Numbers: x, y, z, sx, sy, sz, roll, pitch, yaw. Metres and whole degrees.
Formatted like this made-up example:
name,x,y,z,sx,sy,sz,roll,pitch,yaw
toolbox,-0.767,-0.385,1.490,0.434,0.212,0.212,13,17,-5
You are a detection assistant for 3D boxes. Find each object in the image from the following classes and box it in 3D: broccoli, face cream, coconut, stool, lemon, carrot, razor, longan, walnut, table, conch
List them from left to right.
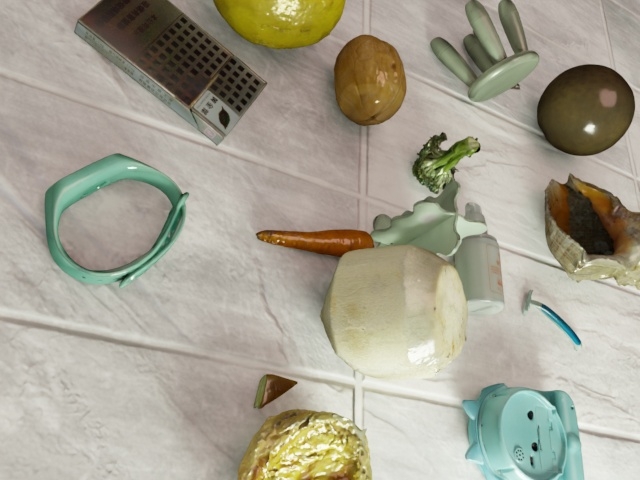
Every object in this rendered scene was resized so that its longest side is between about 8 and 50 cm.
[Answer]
name,x,y,z,sx,sy,sz,roll,pitch,yaw
lemon,-0.084,-0.512,1.283,0.284,0.260,0.260,-26,84,-45
carrot,0.000,0.000,1.224,0.257,0.061,0.061,7,65,-28
walnut,0.108,-0.347,1.390,0.165,0.165,0.197,15,54,-27
coconut,0.120,0.130,1.138,0.245,0.247,0.244,14,74,-57
table,0.212,-0.018,1.276,0.167,0.198,0.166,14,62,-27
broccoli,0.280,-0.181,1.397,0.122,0.204,0.118,-42,93,-23
face cream,0.343,0.034,1.400,0.101,0.101,0.251,17,60,-26
stool,0.425,-0.487,1.634,0.195,0.195,0.198,-21,79,-37
razor,0.555,0.195,1.502,0.191,0.037,0.068,39,52,-12
longan,0.719,-0.355,1.728,0.258,0.258,0.258,14,62,-27
conch,0.670,0.005,1.572,0.297,0.210,0.352,-9,41,-33

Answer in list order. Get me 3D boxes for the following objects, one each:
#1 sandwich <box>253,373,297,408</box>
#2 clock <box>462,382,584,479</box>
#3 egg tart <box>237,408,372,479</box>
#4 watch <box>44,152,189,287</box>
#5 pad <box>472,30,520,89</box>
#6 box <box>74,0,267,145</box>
name,x,y,z,sx,sy,sz,roll,pitch,yaw
sandwich,-0.083,0.245,1.073,0.083,0.031,0.044,-25,85,-37
clock,0.400,0.396,1.274,0.274,0.094,0.223,17,59,-27
egg tart,-0.029,0.376,1.012,0.252,0.098,0.231,-24,89,-34
watch,-0.322,-0.038,1.026,0.237,0.068,0.195,-39,93,-37
pad,0.501,-0.513,1.813,0.113,0.006,0.187,-6,72,-34
box,-0.274,-0.344,1.212,0.325,0.047,0.180,38,54,-12
